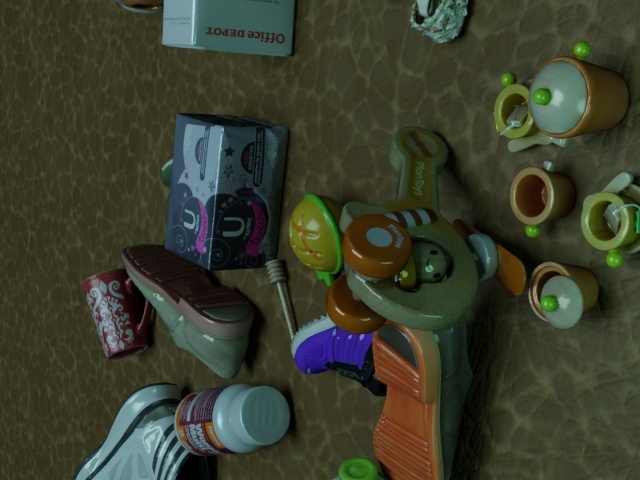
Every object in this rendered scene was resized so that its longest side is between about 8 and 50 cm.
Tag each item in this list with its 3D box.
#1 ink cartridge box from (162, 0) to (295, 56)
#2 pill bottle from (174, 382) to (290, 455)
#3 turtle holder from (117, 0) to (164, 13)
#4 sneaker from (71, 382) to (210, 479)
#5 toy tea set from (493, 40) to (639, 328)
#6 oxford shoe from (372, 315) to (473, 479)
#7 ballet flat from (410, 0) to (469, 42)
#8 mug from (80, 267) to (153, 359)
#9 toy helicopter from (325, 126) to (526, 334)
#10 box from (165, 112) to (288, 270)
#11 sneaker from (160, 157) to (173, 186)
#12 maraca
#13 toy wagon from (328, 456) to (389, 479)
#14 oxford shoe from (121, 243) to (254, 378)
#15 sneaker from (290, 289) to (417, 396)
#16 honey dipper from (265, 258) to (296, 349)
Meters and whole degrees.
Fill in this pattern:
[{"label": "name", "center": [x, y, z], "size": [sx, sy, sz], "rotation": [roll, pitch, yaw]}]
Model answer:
[{"label": "ink cartridge box", "center": [-0.146, -0.446, 1.769], "size": [0.115, 0.198, 0.272], "rotation": [15, 104, 52]}, {"label": "pill bottle", "center": [-0.156, 0.315, 1.898], "size": [0.221, 0.121, 0.121], "rotation": [-19, 77, 52]}, {"label": "turtle holder", "center": [-0.329, -0.568, 1.976], "size": [0.320, 0.243, 0.227], "rotation": [53, 149, 25]}, {"label": "sneaker", "center": [-0.357, 0.519, 2.138], "size": [0.257, 0.169, 0.447], "rotation": [56, 131, 37]}, {"label": "toy tea set", "center": [0.281, -0.064, 1.289], "size": [0.200, 0.124, 0.336], "rotation": [-23, 74, 51]}, {"label": "oxford shoe", "center": [0.159, 0.239, 1.489], "size": [0.130, 0.133, 0.363], "rotation": [31, 135, 40]}, {"label": "ballet flat", "center": [0.170, -0.389, 1.455], "size": [0.091, 0.077, 0.240], "rotation": [19, 107, 52]}, {"label": "mug", "center": [-0.417, 0.150, 2.245], "size": [0.150, 0.113, 0.169], "rotation": [-35, 68, 50]}, {"label": "toy helicopter", "center": [0.143, -0.025, 1.413], "size": [0.355, 0.235, 0.140], "rotation": [-83, 5, -45]}, {"label": "box", "center": [-0.165, -0.086, 1.865], "size": [0.163, 0.142, 0.247], "rotation": [22, 110, 51]}, {"label": "sneaker", "center": [-0.241, -0.118, 2.026], "size": [0.192, 0.064, 0.086], "rotation": [-27, 66, 47]}, {"label": "maraca", "center": [0.000, 0.000, 1.696], "size": [0.127, 0.099, 0.185], "rotation": [62, 161, 24]}, {"label": "toy wagon", "center": [0.127, 0.470, 1.523], "size": [0.344, 0.068, 0.267], "rotation": [32, 138, 43]}, {"label": "oxford shoe", "center": [-0.268, 0.125, 2.025], "size": [0.397, 0.141, 0.146], "rotation": [37, 128, 48]}, {"label": "sneaker", "center": [0.060, 0.173, 1.617], "size": [0.293, 0.102, 0.146], "rotation": [-39, 63, 47]}, {"label": "honey dipper", "center": [-0.060, 0.112, 1.837], "size": [0.030, 0.030, 0.160], "rotation": [-28, 74, 50]}]
